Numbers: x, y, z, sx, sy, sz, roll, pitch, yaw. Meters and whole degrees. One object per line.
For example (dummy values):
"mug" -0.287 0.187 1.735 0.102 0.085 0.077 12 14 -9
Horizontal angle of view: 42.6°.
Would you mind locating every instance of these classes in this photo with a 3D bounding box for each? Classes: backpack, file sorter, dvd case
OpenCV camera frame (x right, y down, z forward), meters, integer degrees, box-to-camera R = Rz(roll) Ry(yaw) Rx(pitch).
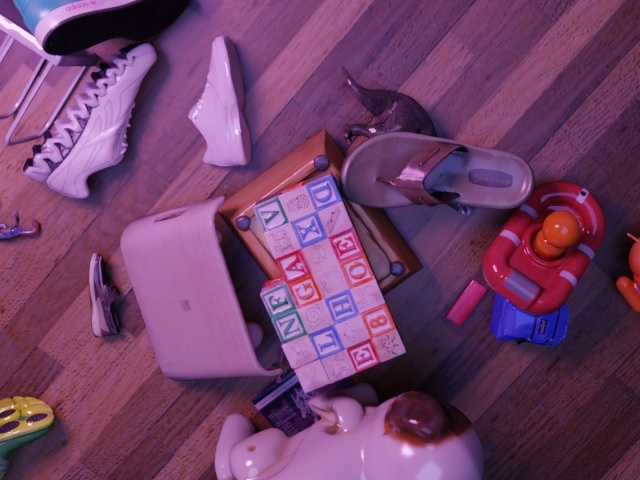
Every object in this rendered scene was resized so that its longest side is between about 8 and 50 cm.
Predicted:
"backpack" 0.361 0.134 1.398 0.120 0.101 0.098 8 107 -4
"file sorter" -0.527 -0.291 1.264 0.278 0.193 0.173 33 101 -6
"dvd case" 0.007 0.320 1.468 0.164 0.018 0.221 -37 99 7

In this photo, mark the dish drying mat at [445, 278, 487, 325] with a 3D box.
"dish drying mat" 0.256 0.109 1.438 0.032 0.008 0.083 34 99 -6

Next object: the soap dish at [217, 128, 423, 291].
"soap dish" 0.000 0.000 1.359 0.229 0.118 0.291 -36 98 6

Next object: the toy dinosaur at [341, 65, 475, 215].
"toy dinosaur" 0.133 -0.159 1.349 0.160 0.121 0.313 -34 95 -7

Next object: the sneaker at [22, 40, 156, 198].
"sneaker" -0.353 -0.195 1.336 0.118 0.110 0.292 37 98 -25

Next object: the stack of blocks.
"stack of blocks" -0.004 0.062 1.264 0.171 0.087 0.297 -22 99 4

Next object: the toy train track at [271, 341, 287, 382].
"toy train track" -0.066 0.208 1.442 0.014 0.048 0.083 9 85 -34

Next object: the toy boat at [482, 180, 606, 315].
"toy boat" 0.372 -0.002 1.316 0.151 0.151 0.231 35 68 8

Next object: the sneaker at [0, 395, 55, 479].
"sneaker" -0.588 0.376 1.442 0.295 0.109 0.123 -30 122 3

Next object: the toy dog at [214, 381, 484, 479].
"toy dog" 0.052 0.367 1.281 0.408 0.395 0.284 -24 92 13

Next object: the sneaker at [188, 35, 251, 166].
"sneaker" -0.173 -0.224 1.341 0.094 0.080 0.212 -3 102 12

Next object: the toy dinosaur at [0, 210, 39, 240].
"toy dinosaur" -0.524 -0.018 1.400 0.082 0.047 0.090 15 133 -12

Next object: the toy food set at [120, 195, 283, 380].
"toy food set" -0.195 0.092 1.362 0.220 0.092 0.306 -10 101 37

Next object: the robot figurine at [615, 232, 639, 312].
"robot figurine" 0.597 0.068 1.374 0.128 0.158 0.219 -32 101 -24

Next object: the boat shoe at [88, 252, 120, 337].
"boat shoe" -0.369 0.093 1.407 0.049 0.056 0.152 -1 110 -5

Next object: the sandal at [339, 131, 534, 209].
"sandal" 0.181 -0.103 1.255 0.303 0.086 0.120 1 101 0

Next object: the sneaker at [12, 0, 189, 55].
"sneaker" -0.346 -0.384 1.230 0.178 0.295 0.124 51 128 6
